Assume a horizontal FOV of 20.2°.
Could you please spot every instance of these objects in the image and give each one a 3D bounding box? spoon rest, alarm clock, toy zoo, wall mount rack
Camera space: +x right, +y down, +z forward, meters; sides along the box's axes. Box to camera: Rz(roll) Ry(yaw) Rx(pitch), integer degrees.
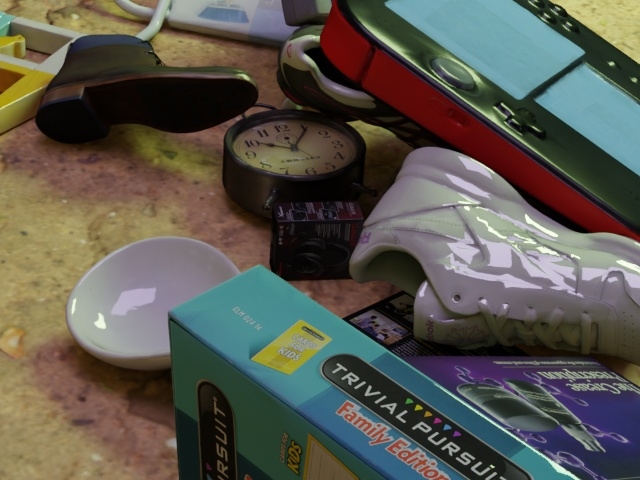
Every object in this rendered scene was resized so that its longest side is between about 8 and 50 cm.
[{"bbox_3d":[-0.081,0.074,1.380,0.276,0.084,0.137,29,56,31],"label":"spoon rest"},{"bbox_3d":[-0.031,-0.077,1.652,0.129,0.064,0.192,-7,37,-17],"label":"alarm clock"},{"bbox_3d":[-0.363,-0.181,1.803,0.293,0.030,0.192,16,34,18],"label":"toy zoo"},{"bbox_3d":[-0.082,-0.246,1.864,0.350,0.130,0.304,11,64,12],"label":"wall mount rack"}]

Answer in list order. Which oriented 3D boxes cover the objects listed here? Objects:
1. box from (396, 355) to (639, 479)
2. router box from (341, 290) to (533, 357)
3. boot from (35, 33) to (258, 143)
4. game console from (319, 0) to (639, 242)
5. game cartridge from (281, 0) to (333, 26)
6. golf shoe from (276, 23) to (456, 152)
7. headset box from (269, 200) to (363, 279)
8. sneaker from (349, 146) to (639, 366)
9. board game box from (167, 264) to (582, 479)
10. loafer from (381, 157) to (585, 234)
[{"bbox_3d":[0.161,0.159,1.189,0.184,0.103,0.261,36,19,35],"label":"box"},{"bbox_3d":[0.089,0.110,1.391,0.133,0.046,0.179,-23,42,-36],"label":"router box"},{"bbox_3d":[-0.159,-0.160,1.691,0.219,0.082,0.106,-5,50,15],"label":"boot"},{"bbox_3d":[0.196,-0.136,1.590,0.342,0.060,0.386,33,26,11],"label":"game console"},{"bbox_3d":[0.082,-0.327,1.843,0.355,0.230,0.068,-4,-11,-46],"label":"game cartridge"},{"bbox_3d":[0.091,-0.134,1.672,0.273,0.105,0.120,12,-1,-1],"label":"golf shoe"},{"bbox_3d":[0.000,0.000,1.537,0.083,0.062,0.032,-1,34,-9],"label":"headset box"},{"bbox_3d":[0.161,0.049,1.386,0.305,0.114,0.152,28,63,26],"label":"sneaker"},{"bbox_3d":[0.050,0.200,1.048,0.079,0.254,0.336,-28,45,-33],"label":"board game box"},{"bbox_3d":[0.178,0.000,1.523,0.268,0.102,0.092,33,23,28],"label":"loafer"}]
